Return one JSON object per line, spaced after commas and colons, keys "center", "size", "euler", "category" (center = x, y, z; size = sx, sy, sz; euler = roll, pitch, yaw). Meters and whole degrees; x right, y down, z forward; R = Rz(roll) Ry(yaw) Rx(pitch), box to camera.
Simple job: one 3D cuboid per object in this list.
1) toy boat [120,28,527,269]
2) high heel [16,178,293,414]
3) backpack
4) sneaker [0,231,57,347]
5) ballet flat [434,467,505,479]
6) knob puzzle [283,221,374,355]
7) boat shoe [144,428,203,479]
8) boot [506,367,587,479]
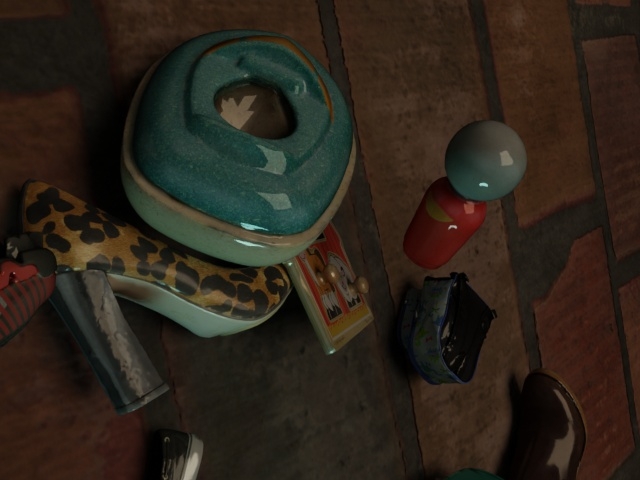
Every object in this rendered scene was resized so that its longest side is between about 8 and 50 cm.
{"center": [0.005, -0.082, 0.688], "size": [0.318, 0.148, 0.267], "euler": [20, 41, -11], "category": "toy boat"}
{"center": [-0.119, 0.000, 0.687], "size": [0.261, 0.093, 0.186], "euler": [-36, 100, -52], "category": "high heel"}
{"center": [0.143, 0.110, 0.967], "size": [0.105, 0.084, 0.114], "euler": [46, 49, -35], "category": "backpack"}
{"center": [-0.262, 0.098, 0.494], "size": [0.276, 0.098, 0.135], "euler": [-41, 116, -41], "category": "sneaker"}
{"center": [0.086, 0.352, 0.851], "size": [0.409, 0.147, 0.146], "euler": [-1, 87, -49], "category": "ballet flat"}
{"center": [0.000, 0.000, 0.795], "size": [0.213, 0.030, 0.213], "euler": [55, 19, -30], "category": "knob puzzle"}
{"center": [-0.136, 0.223, 0.670], "size": [0.040, 0.049, 0.142], "euler": [25, 65, -24], "category": "boat shoe"}
{"center": [0.285, 0.318, 1.103], "size": [0.207, 0.090, 0.248], "euler": [-25, 108, -50], "category": "boot"}
